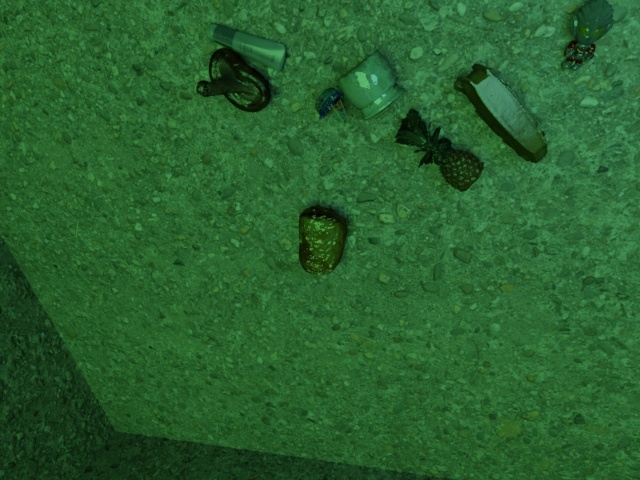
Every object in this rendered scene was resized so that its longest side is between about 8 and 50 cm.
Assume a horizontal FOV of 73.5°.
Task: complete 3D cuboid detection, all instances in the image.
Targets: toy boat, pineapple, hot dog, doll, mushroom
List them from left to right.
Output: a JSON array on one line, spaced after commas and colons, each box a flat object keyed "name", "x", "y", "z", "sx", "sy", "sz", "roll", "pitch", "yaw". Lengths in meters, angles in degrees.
[{"name": "mushroom", "x": -0.281, "y": -0.459, "z": 1.293, "sx": 0.227, "sy": 0.217, "sz": 0.148, "roll": 33, "pitch": 130, "yaw": 0}, {"name": "hot dog", "x": 0.001, "y": -0.003, "z": 1.518, "sx": 0.175, "sy": 0.114, "sz": 0.259, "roll": 11, "pitch": 123, "yaw": 8}, {"name": "toy boat", "x": 0.043, "y": -0.385, "z": 1.251, "sx": 0.091, "sy": 0.175, "sz": 0.110, "roll": -39, "pitch": 93, "yaw": -2}, {"name": "pineapple", "x": 0.343, "y": -0.266, "z": 1.249, "sx": 0.277, "sy": 0.119, "sz": 0.130, "roll": 36, "pitch": 142, "yaw": 0}, {"name": "toy boat", "x": 0.490, "y": -0.333, "z": 1.153, "sx": 0.321, "sy": 0.121, "sz": 0.089, "roll": 44, "pitch": 98, "yaw": -9}, {"name": "doll", "x": 0.646, "y": -0.503, "z": 1.037, "sx": 0.094, "sy": 0.079, "sz": 0.180, "roll": 14, "pitch": 133, "yaw": 11}]

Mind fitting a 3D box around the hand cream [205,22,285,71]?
[{"name": "hand cream", "x": -0.225, "y": -0.594, "z": 1.305, "sx": 0.255, "sy": 0.048, "sz": 0.079, "roll": 22, "pitch": 131, "yaw": 4}]

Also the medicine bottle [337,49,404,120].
[{"name": "medicine bottle", "x": 0.143, "y": -0.432, "z": 1.205, "sx": 0.147, "sy": 0.147, "sz": 0.143, "roll": -28, "pitch": 109, "yaw": 30}]
